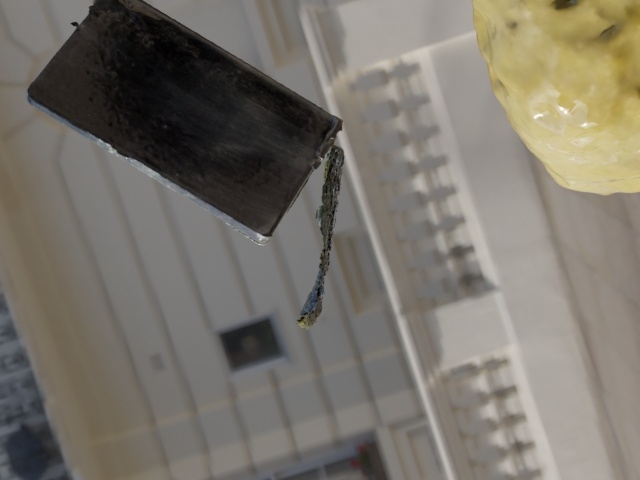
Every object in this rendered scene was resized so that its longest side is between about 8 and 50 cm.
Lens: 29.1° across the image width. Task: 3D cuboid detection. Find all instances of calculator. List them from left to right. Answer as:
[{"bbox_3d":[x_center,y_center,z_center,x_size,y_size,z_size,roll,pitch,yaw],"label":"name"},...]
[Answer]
[{"bbox_3d":[-0.123,-0.119,1.127,0.161,0.261,0.021,-58,0,-31],"label":"calculator"}]

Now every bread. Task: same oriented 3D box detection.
[{"bbox_3d":[0.147,-0.141,0.555,0.244,0.134,0.244,27,-121,-58],"label":"bread"}]

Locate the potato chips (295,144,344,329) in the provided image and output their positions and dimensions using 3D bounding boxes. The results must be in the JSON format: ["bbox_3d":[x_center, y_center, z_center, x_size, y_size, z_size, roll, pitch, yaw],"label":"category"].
[{"bbox_3d":[0.004,0.001,1.429,0.202,0.029,0.220,95,-174,-67],"label":"potato chips"}]
